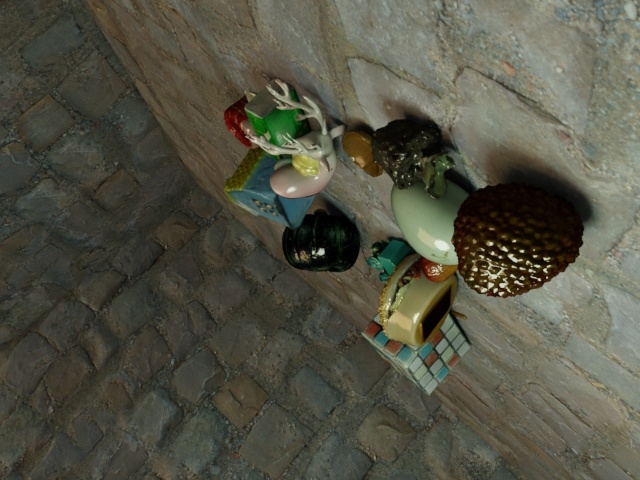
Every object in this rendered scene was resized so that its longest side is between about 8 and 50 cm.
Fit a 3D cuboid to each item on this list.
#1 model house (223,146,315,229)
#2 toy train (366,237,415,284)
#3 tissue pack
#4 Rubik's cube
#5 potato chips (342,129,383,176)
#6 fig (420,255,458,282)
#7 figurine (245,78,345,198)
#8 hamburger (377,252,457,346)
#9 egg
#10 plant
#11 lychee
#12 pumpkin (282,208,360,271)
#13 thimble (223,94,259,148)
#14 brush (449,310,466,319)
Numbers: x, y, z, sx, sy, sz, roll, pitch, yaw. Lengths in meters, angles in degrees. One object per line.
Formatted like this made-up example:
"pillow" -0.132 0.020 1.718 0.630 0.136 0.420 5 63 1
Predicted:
"model house" -0.186 -0.211 2.216 0.303 0.237 0.215 21 159 24
"toy train" 0.263 0.086 2.111 0.163 0.112 0.203 17 150 55
"tissue pack" -0.145 -0.378 1.923 0.156 0.148 0.209 36 163 34
"Rubik's cube" 0.354 0.366 2.293 0.256 0.253 0.259 33 168 47
"potato chips" 0.124 -0.243 1.698 0.150 0.049 0.202 48 167 14
"fig" 0.347 0.062 1.760 0.119 0.119 0.153 50 165 -15
"figurine" -0.072 -0.262 1.774 0.284 0.206 0.316 22 147 -7
"hamburger" 0.298 0.184 1.930 0.170 0.302 0.302 29 160 30
"egg" 0.275 -0.058 1.480 0.264 0.183 0.183 48 168 18
"plant" 0.212 -0.186 1.397 0.203 0.131 0.142 36 154 44
"lychee" 0.382 -0.001 1.231 0.271 0.236 0.236 -3 131 51
"pumpkin" 0.000 0.000 2.357 0.315 0.239 0.315 5 177 0
"thimble" -0.245 -0.418 2.178 0.189 0.125 0.163 31 157 50
"brush" 0.462 0.255 2.196 0.043 0.014 0.170 51 166 -23
